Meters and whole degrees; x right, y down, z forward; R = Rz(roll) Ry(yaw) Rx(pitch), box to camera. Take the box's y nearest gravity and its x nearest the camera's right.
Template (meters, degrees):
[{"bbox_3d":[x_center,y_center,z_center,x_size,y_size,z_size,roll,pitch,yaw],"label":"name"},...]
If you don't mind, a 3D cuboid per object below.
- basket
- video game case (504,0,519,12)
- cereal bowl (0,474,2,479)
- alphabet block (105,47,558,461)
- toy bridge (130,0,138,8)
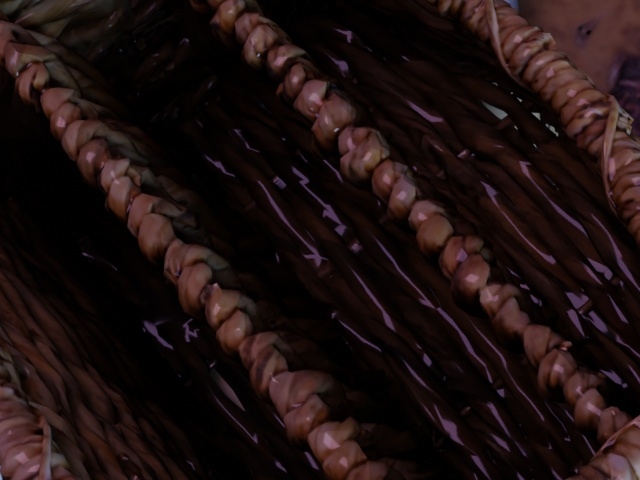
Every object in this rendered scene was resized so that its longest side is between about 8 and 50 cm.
[{"bbox_3d":[0.000,0.000,0.601,0.213,0.223,0.299,-42,62,5],"label":"basket"},{"bbox_3d":[-0.008,-0.178,0.920,0.212,0.023,0.193,1,118,23],"label":"video game case"},{"bbox_3d":[-0.192,0.061,0.862,0.141,0.339,0.339,9,72,-18],"label":"cereal bowl"},{"bbox_3d":[0.015,0.024,0.820,0.192,0.193,0.197,5,75,22],"label":"alphabet block"},{"bbox_3d":[-0.101,-0.057,0.967,0.026,0.063,0.188,-22,66,15],"label":"toy bridge"}]
